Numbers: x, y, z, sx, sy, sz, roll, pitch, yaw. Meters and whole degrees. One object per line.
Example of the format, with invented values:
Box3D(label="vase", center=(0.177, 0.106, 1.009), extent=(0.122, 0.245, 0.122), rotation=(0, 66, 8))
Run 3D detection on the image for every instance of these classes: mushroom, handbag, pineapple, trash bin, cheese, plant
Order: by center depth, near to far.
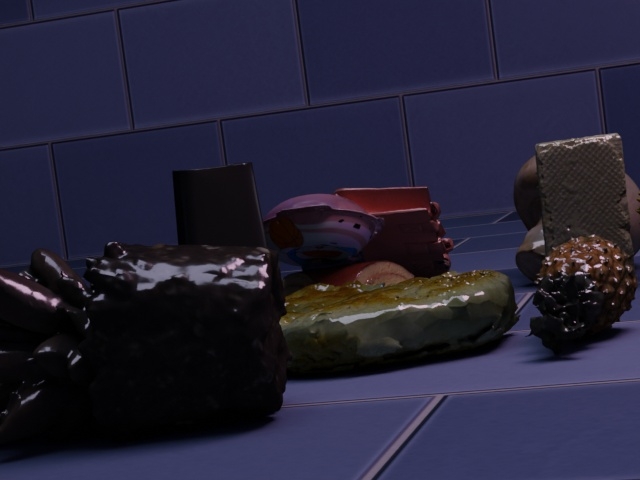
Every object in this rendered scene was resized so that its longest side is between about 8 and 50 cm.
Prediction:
Box3D(label="plant", center=(-0.190, 0.089, 1.280), extent=(0.321, 0.181, 0.194), rotation=(-2, 4, 4))
Box3D(label="pineapple", center=(0.257, 0.061, 1.433), extent=(0.108, 0.108, 0.198), rotation=(-5, 14, 27))
Box3D(label="trash bin", center=(-0.124, 0.016, 1.797), extent=(0.115, 0.225, 0.165), rotation=(-7, 4, -9))
Box3D(label="cheese", center=(0.000, 0.000, 1.938), extent=(0.189, 0.074, 0.286), rotation=(-5, -19, 7))
Box3D(label="mushroom", center=(0.371, -0.024, 2.022), extent=(0.206, 0.209, 0.206), rotation=(10, -19, 3))
Box3D(label="handbag", center=(0.108, -0.002, 2.054), extent=(0.157, 0.059, 0.212), rotation=(-5, -33, 13))

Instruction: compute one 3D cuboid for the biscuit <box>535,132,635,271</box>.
Box3D(label="biscuit", center=(0.358, -0.041, 1.899), extent=(0.121, 0.199, 0.040), rotation=(-7, 5, 4))

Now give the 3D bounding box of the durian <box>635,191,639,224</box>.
Box3D(label="durian", center=(0.499, -0.012, 1.817), extent=(0.237, 0.137, 0.193), rotation=(38, -9, -25))

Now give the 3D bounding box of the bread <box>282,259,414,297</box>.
Box3D(label="bread", center=(0.030, 0.067, 1.921), extent=(0.192, 0.067, 0.119), rotation=(-7, 4, 9))

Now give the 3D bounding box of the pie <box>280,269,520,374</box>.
Box3D(label="pie", center=(0.039, 0.089, 1.555), extent=(0.297, 0.078, 0.371), rotation=(-10, 3, -40))
